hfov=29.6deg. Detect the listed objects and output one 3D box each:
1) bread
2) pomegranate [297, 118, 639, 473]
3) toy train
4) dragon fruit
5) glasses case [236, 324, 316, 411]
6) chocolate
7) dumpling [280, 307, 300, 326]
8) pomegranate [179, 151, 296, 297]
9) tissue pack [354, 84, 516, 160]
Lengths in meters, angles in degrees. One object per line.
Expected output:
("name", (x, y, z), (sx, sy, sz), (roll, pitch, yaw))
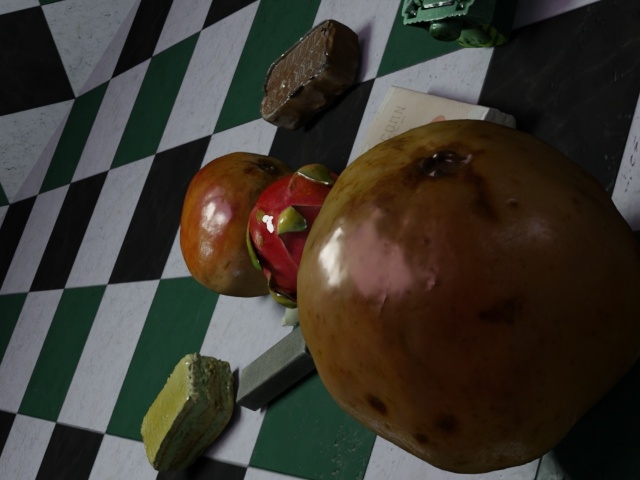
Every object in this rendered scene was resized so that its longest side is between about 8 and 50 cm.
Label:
("bread", (-0.232, 0.305, 2.123), (0.196, 0.102, 0.138), (-56, 24, 26))
("pomegranate", (0.162, 0.074, 1.320), (0.410, 0.410, 0.410), (-44, 33, 38))
("toy train", (0.236, -0.431, 1.793), (0.138, 0.178, 0.330), (0, 71, 42))
("dragon fruit", (-0.004, -0.001, 1.848), (0.224, 0.224, 0.227), (-57, 29, 17))
("glasses case", (-0.061, 0.203, 1.946), (0.205, 0.047, 0.071), (-41, 30, 42))
("chocolate", (-0.018, -0.300, 2.257), (0.214, 0.093, 0.148), (-35, 37, 45))
("dumpling", (-0.033, 0.108, 1.987), (0.059, 0.043, 0.077), (-76, 6, -60))
("pomegranate", (-0.129, -0.013, 2.072), (0.270, 0.229, 0.252), (-63, 31, 31))
("tissue pack", (0.157, -0.133, 1.796), (0.170, 0.071, 0.325), (-66, 25, 3))
